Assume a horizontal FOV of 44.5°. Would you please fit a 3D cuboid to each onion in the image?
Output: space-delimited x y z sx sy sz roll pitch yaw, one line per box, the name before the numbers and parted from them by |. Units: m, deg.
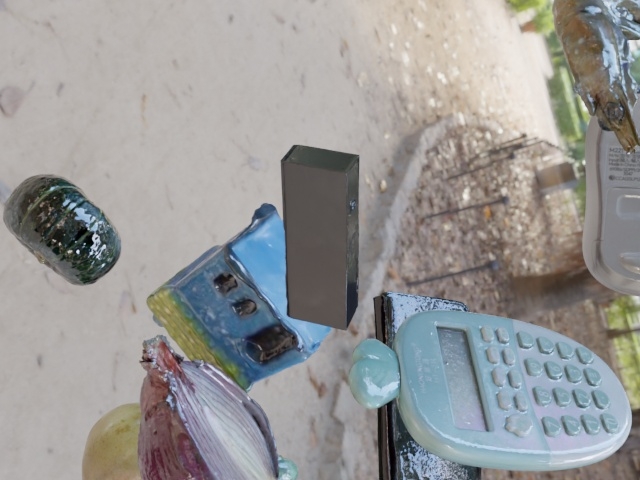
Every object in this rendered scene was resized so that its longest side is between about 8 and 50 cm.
onion | -0.206 0.298 1.168 0.348 0.159 0.267 55 11 -17

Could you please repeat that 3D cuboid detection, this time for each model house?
model house | -0.143 0.117 1.342 0.237 0.303 0.215 53 35 -7

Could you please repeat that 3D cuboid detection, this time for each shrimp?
shrimp | 0.288 -0.172 0.736 0.047 0.126 0.223 107 -15 -58

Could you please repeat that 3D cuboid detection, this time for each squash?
squash | -0.524 -0.020 1.606 0.252 0.165 0.252 43 -15 14

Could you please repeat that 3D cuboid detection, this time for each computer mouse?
computer mouse | 0.470 -0.068 1.116 0.121 0.184 0.296 6 84 -74

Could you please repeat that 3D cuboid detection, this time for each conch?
conch | -0.141 0.577 2.030 0.188 0.122 0.175 45 -23 35

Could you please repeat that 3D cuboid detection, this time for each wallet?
wallet | 0.146 0.233 1.056 0.173 0.045 0.317 9 71 -29

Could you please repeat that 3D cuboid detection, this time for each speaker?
speaker | 0.000 0.000 0.897 0.044 0.082 0.218 -57 152 -50

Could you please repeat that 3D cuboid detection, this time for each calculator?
calculator | 0.170 0.148 0.788 0.184 0.295 0.042 -93 -166 -48

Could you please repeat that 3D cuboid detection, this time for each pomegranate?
pomegranate | -0.396 0.507 1.822 0.319 0.319 0.319 50 31 -45
